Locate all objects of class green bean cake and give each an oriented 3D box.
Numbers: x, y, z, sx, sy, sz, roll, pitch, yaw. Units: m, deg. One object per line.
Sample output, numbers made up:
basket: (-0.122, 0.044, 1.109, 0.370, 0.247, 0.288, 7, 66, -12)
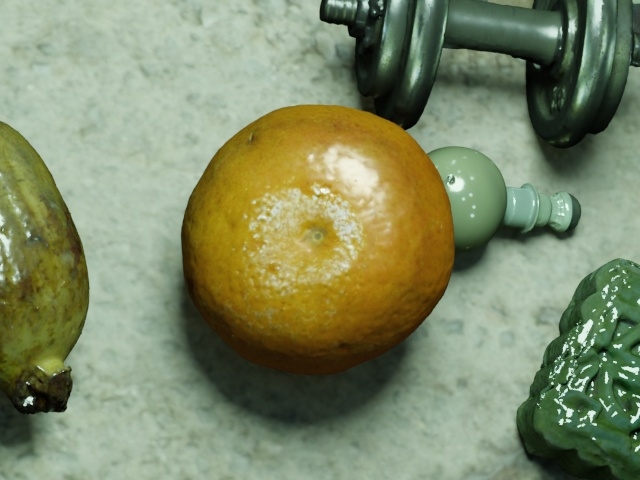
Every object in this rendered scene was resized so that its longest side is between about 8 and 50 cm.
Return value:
green bean cake: (0.278, 0.126, 1.685, 0.185, 0.094, 0.183, 27, 75, 1)

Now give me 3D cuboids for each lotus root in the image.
lotus root: (-0.260, 0.019, 1.584, 0.145, 0.128, 0.260, -19, 83, -24)

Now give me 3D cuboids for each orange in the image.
orange: (0.000, 0.000, 1.606, 0.224, 0.170, 0.224, 0, 92, 9)

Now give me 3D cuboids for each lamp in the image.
lamp: (0.151, -0.031, 1.704, 0.163, 0.091, 0.091, 5, 76, -26)

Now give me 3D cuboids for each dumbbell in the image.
dumbbell: (0.142, -0.178, 1.671, 0.289, 0.192, 0.192, 6, 76, -10)

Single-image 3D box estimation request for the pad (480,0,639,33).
pad: (0.193, -0.266, 1.799, 0.235, 0.003, 0.158, 3, 77, -10)
